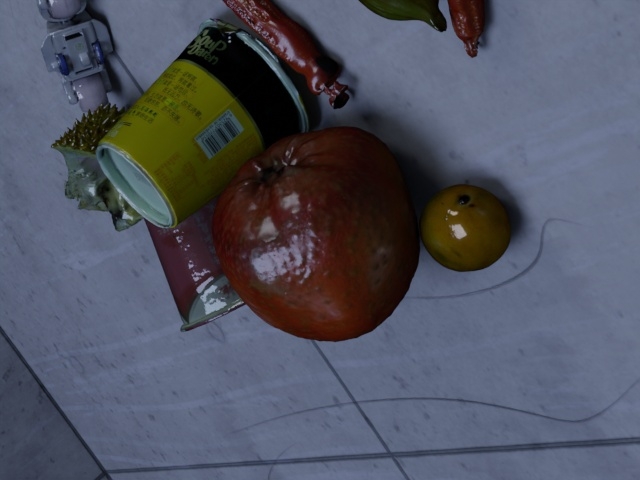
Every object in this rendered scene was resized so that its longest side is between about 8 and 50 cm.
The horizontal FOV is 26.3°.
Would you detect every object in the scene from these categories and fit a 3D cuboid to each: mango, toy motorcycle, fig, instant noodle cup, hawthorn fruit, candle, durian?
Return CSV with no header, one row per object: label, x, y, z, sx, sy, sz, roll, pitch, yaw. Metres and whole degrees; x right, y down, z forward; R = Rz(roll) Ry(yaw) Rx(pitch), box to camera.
mango,0.171,-0.012,1.678,0.111,0.089,0.163,50,157,-7
toy motorcycle,-0.384,-0.311,2.114,0.112,0.112,0.254,29,146,33
fig,0.086,-0.285,1.471,0.154,0.109,0.103,45,147,-2
instant noodle cup,-0.163,-0.145,1.816,0.215,0.236,0.215,38,157,19
instant noodle cup,-0.139,0.006,2.008,0.235,0.234,0.178,-23,94,60
hawthorn fruit,0.000,0.000,1.745,0.275,0.275,0.300,28,151,35
candle,0.150,-0.262,1.465,0.048,0.053,0.162,32,148,39
candle,-0.082,-0.295,1.751,0.329,0.048,0.051,45,109,11
durian,-0.329,-0.104,2.186,0.172,0.166,0.306,50,160,6
